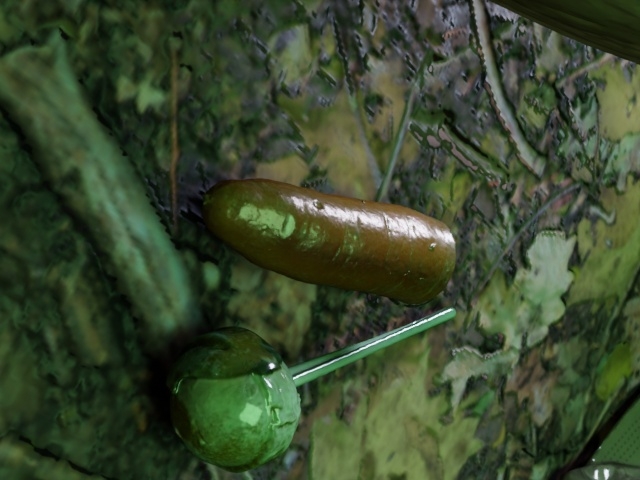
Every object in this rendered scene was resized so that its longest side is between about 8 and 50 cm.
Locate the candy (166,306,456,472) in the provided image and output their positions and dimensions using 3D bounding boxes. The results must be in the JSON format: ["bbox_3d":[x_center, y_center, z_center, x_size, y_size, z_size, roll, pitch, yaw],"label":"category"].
[{"bbox_3d":[0.007,0.054,0.559,0.202,0.061,0.061,-16,112,-50],"label":"candy"}]

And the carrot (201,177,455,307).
[{"bbox_3d":[0.000,0.000,0.534,0.139,0.048,0.048,12,92,-43],"label":"carrot"}]

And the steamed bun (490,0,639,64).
[{"bbox_3d":[0.110,-0.268,0.403,0.456,0.290,0.371,34,82,-42],"label":"steamed bun"}]

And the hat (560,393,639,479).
[{"bbox_3d":[0.262,0.204,0.789,0.244,0.149,0.214,-36,125,-20],"label":"hat"}]
